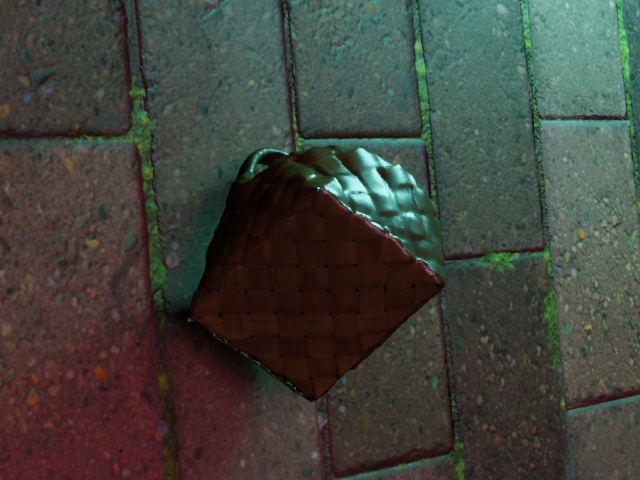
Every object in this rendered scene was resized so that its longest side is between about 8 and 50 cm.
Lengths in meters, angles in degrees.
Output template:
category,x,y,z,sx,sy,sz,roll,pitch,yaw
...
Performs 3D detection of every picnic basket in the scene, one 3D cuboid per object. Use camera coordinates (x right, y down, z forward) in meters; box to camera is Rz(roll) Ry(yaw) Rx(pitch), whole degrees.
category,x,y,z,sx,sy,sz,roll,pitch,yaw
picnic basket,0.000,0.000,1.496,0.293,0.337,0.337,36,66,-20
